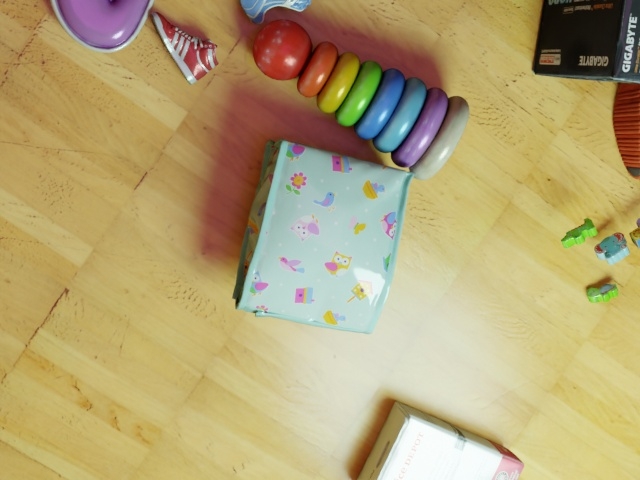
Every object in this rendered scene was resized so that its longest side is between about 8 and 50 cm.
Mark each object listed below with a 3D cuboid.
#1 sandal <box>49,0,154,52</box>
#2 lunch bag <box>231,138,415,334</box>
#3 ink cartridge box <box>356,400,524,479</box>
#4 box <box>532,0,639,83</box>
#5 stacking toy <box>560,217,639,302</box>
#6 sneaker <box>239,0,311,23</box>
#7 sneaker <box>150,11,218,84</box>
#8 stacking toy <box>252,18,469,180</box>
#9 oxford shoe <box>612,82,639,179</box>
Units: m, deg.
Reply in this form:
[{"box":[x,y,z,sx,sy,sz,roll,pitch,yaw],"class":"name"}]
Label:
[{"box":[-0.293,-0.474,1.637,0.169,0.102,0.416,9,97,-12],"class":"sandal"},{"box":[0.000,0.000,1.743,0.223,0.160,0.262,12,91,-13],"class":"lunch bag"},{"box":[0.189,0.374,1.872,0.217,0.092,0.159,25,94,-15],"class":"ink cartridge box"},{"box":[0.409,-0.378,1.690,0.073,0.295,0.293,6,99,-12],"class":"box"},{"box":[0.497,-0.009,1.863,0.221,0.052,0.167,-32,129,1],"class":"stacking toy"},{"box":[-0.025,-0.386,1.723,0.211,0.080,0.081,-18,108,2],"class":"sneaker"},{"box":[-0.196,-0.295,1.716,0.067,0.042,0.118,-32,111,-1],"class":"sneaker"},{"box":[0.051,-0.225,1.734,0.330,0.141,0.141,29,93,-10],"class":"stacking toy"},{"box":[0.525,-0.232,1.840,0.098,0.097,0.271,-4,100,-16],"class":"oxford shoe"}]
